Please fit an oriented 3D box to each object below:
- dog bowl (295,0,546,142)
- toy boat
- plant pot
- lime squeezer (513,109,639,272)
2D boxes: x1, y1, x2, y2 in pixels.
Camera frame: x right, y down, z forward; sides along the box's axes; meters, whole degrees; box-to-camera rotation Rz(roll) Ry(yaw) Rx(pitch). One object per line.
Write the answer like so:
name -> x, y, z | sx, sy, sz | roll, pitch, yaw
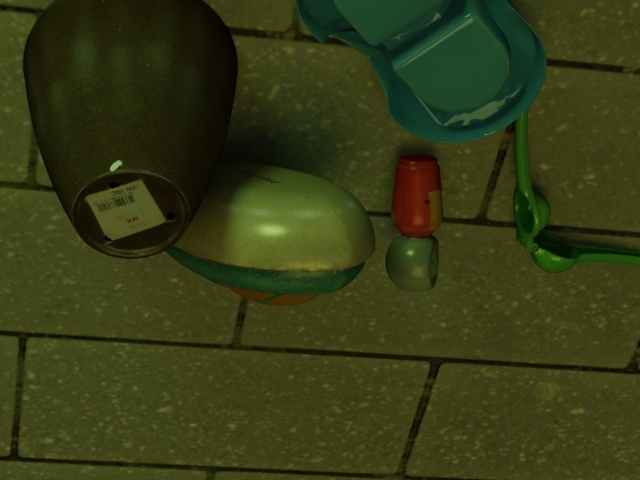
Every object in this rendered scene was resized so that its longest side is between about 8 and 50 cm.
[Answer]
dog bowl -> 0.096, -0.222, 1.489 | 0.166, 0.074, 0.297 | -33, 128, 21
toy boat -> 0.000, 0.000, 1.581 | 0.318, 0.267, 0.148 | -9, 107, -32
plant pot -> -0.182, -0.098, 1.460 | 0.215, 0.230, 0.215 | -3, 132, -3
lime squeezer -> 0.264, -0.026, 1.695 | 0.110, 0.059, 0.310 | -31, 127, 20
